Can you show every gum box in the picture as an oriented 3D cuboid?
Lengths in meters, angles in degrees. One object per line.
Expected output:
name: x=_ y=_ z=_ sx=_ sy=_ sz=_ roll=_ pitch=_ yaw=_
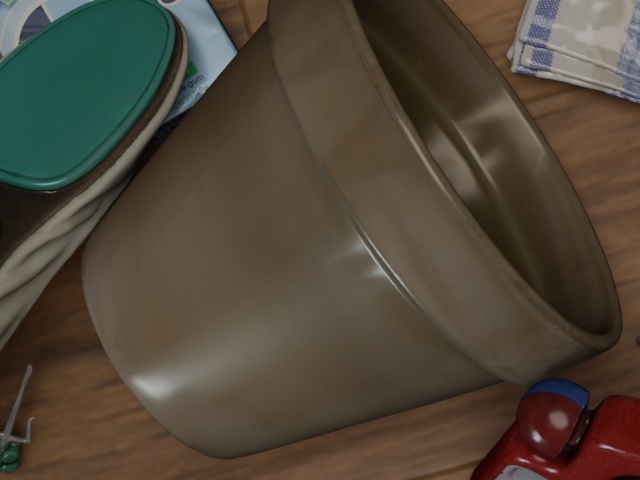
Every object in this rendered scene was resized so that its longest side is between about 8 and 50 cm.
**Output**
gum box: x=-0.163 y=-0.162 z=1.333 sx=0.157 sy=0.041 sz=0.184 roll=-31 pitch=83 yaw=3

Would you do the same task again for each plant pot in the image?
plant pot: x=0.000 y=0.000 z=1.189 sx=0.280 sy=0.323 sz=0.323 roll=-32 pitch=82 yaw=18

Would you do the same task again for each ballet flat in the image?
ballet flat: x=-0.222 y=-0.008 z=1.222 sx=0.139 sy=0.139 sz=0.400 roll=27 pitch=58 yaw=8

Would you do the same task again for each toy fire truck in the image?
toy fire truck: x=0.228 y=0.185 z=1.135 sx=0.254 sy=0.302 sz=0.169 roll=26 pitch=67 yaw=4

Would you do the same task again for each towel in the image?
towel: x=0.300 y=-0.183 z=1.289 sx=0.285 sy=0.034 sz=0.209 roll=17 pitch=85 yaw=6

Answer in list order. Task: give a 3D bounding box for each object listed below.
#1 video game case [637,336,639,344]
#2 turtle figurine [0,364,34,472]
video game case: x=0.358 y=0.070 z=1.263 sx=0.190 sy=0.022 sz=0.173 roll=-43 pitch=82 yaw=1
turtle figurine: x=-0.307 y=0.133 z=1.289 sx=0.175 sy=0.118 sz=0.234 roll=31 pitch=78 yaw=-31
